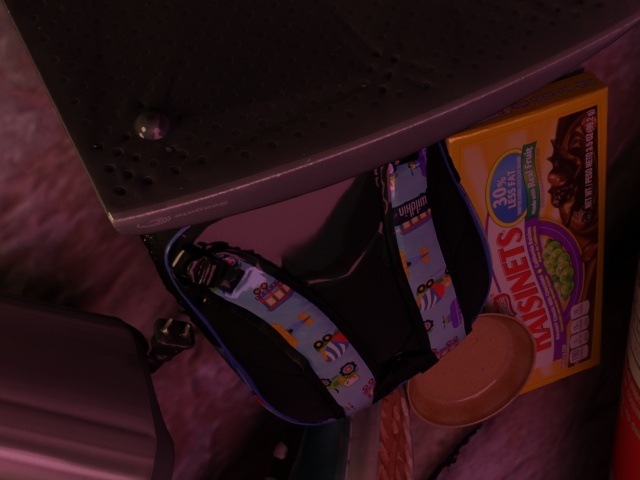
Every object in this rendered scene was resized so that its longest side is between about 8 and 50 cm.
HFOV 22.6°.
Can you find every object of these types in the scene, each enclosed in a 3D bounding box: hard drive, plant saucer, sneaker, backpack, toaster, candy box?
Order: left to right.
[{"bbox_3d":[-0.173,0.108,0.761,0.146,0.129,0.227,18,125,-35],"label":"toaster"},{"bbox_3d":[-0.021,0.201,0.900,0.108,0.121,0.302,43,53,-69],"label":"sneaker"},{"bbox_3d":[-0.003,-0.103,0.713,0.254,0.172,0.054,-23,154,-15],"label":"hard drive"},{"bbox_3d":[0.000,0.000,0.811,0.158,0.117,0.173,-36,131,-5],"label":"backpack"},{"bbox_3d":[0.087,0.073,0.946,0.083,0.015,0.083,-12,126,-16],"label":"plant saucer"},{"bbox_3d":[0.118,0.007,0.945,0.105,0.027,0.206,-18,128,-15],"label":"candy box"}]

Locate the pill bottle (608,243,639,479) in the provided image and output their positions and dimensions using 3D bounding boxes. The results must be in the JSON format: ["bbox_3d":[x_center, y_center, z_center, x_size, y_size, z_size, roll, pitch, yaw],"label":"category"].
[{"bbox_3d":[0.298,0.072,0.960,0.229,0.229,0.408,-15,127,-21],"label":"pill bottle"}]
